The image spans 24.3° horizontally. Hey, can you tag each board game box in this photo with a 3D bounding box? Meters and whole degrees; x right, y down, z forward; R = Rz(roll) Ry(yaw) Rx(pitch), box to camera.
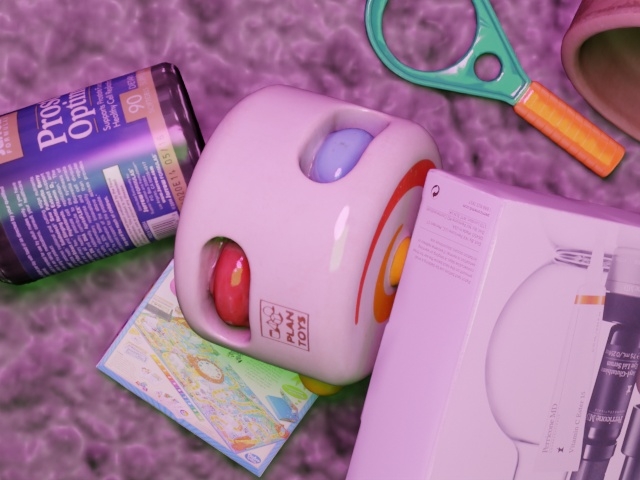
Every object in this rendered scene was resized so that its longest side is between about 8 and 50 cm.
[{"bbox_3d":[-0.080,0.097,1.145,0.154,0.026,0.103,36,95,-8],"label":"board game box"}]

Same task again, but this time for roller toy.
[{"bbox_3d":[0.000,0.000,1.036,0.146,0.191,0.209,18,87,20],"label":"roller toy"}]

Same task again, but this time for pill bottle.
[{"bbox_3d":[-0.189,-0.039,1.068,0.219,0.123,0.123,-18,99,-1],"label":"pill bottle"}]

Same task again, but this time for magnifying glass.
[{"bbox_3d":[0.134,-0.126,1.128,0.231,0.026,0.092,36,95,-6],"label":"magnifying glass"}]

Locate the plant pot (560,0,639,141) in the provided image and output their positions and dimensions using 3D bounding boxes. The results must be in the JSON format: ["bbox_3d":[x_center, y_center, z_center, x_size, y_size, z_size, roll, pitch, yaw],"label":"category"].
[{"bbox_3d":[0.328,-0.182,1.039,0.263,0.263,0.229,25,79,-7],"label":"plant pot"}]

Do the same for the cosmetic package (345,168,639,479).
[{"bbox_3d":[0.210,0.125,1.058,0.377,0.097,0.284,9,101,-32],"label":"cosmetic package"}]
